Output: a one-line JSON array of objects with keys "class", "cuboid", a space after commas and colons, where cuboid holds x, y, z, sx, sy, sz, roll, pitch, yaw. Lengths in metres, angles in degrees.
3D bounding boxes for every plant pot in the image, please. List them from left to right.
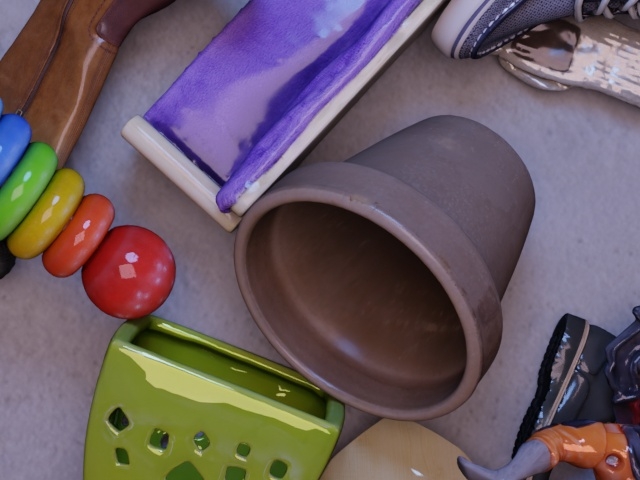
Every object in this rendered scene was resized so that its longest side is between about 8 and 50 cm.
[{"class": "plant pot", "cuboid": [-0.116, 0.211, 1.750, 0.228, 0.227, 0.207, 21, 94, 0]}, {"class": "plant pot", "cuboid": [0.088, 0.000, 1.737, 0.263, 0.263, 0.229, 43, 52, 2]}]

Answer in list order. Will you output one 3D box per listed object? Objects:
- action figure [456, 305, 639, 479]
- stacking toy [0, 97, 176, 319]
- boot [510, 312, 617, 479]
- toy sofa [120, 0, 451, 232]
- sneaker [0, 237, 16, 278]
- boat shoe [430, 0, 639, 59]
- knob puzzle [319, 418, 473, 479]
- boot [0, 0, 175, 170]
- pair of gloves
[{"class": "action figure", "cuboid": [0.324, 0.253, 1.725, 0.330, 0.178, 0.341, -27, 104, -12]}, {"class": "stacking toy", "cuboid": [-0.275, -0.044, 1.724, 0.330, 0.141, 0.141, 36, 88, -14]}, {"class": "boot", "cuboid": [0.272, 0.187, 1.821, 0.137, 0.077, 0.198, 21, 89, -4]}, {"class": "toy sofa", "cuboid": [-0.017, -0.186, 1.787, 0.150, 0.177, 0.362, 43, 89, 3]}, {"class": "sneaker", "cuboid": [-0.404, -0.072, 1.831, 0.130, 0.109, 0.286, -36, 84, 11]}, {"class": "boat shoe", "cuboid": [0.278, -0.252, 1.769, 0.340, 0.127, 0.158, -40, 77, -1]}, {"class": "knob puzzle", "cuboid": [0.078, 0.266, 1.785, 0.213, 0.030, 0.213, -1, 74, 3]}, {"class": "boot", "cuboid": [-0.201, -0.192, 1.778, 0.264, 0.096, 0.280, 28, 86, 34]}, {"class": "pair of gloves", "cuboid": [0.271, -0.260, 1.857, 0.204, 0.042, 0.240, 15, 85, 4]}]
